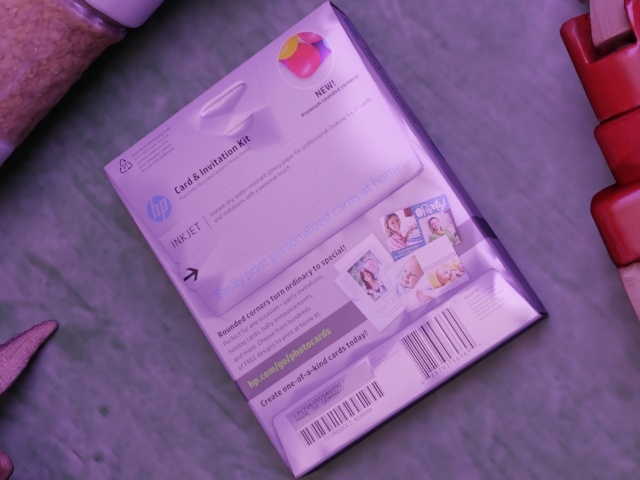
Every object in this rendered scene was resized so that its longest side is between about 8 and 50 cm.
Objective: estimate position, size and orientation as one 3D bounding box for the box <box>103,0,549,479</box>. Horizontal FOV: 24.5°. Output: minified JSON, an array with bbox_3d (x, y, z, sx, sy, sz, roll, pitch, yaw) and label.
[{"bbox_3d":[0.000,0.000,0.727,0.145,0.038,0.186,-36,79,11],"label":"box"}]

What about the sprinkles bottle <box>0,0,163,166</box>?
[{"bbox_3d":[-0.224,-0.056,0.749,0.355,0.121,0.121,-45,77,9],"label":"sprinkles bottle"}]

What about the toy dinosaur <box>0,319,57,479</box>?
[{"bbox_3d":[-0.246,0.161,0.748,0.200,0.127,0.295,17,86,23],"label":"toy dinosaur"}]

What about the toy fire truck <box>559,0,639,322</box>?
[{"bbox_3d":[0.200,-0.096,0.636,0.217,0.158,0.246,-25,91,13],"label":"toy fire truck"}]
